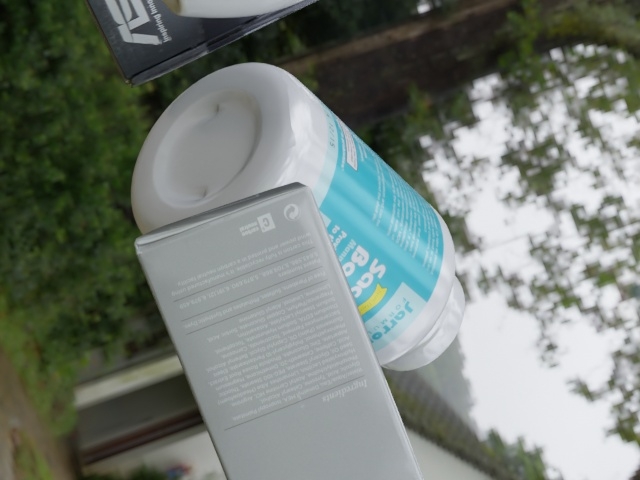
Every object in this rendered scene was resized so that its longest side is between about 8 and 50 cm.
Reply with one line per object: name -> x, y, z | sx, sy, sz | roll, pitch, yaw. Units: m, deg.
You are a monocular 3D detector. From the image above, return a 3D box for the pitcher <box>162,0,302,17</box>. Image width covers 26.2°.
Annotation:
pitcher -> 0.015, -0.175, 0.654 | 0.178, 0.207, 0.125 | 54, -12, 30

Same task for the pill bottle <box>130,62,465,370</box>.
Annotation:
pill bottle -> 0.000, 0.000, 0.976 | 0.264, 0.146, 0.146 | 39, 18, -44

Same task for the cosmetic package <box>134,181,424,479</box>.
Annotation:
cosmetic package -> -0.011, 0.092, 0.749 | 0.127, 0.107, 0.238 | -154, -135, -86

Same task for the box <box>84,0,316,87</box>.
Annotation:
box -> -0.067, -0.340, 0.876 | 0.097, 0.318, 0.395 | -122, -172, -56
